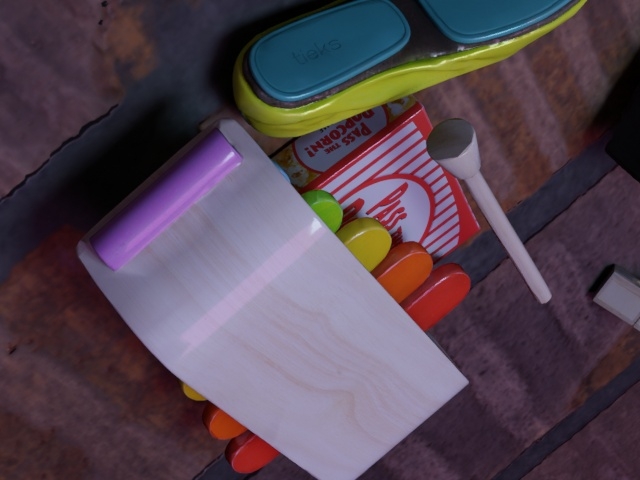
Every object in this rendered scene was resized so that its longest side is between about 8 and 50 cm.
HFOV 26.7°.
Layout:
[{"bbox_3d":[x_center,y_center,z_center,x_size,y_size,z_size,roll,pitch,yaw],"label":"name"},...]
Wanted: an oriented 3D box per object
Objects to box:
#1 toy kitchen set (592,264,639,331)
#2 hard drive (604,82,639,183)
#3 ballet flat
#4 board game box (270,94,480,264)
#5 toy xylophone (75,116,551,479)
[{"bbox_3d":[0.288,0.030,1.160,0.068,0.075,0.083,-58,179,27],"label":"toy kitchen set"},{"bbox_3d":[0.377,-0.170,0.958,0.237,0.064,0.339,12,117,-32],"label":"hard drive"},{"bbox_3d":[0.052,-0.119,0.794,0.231,0.077,0.077,-23,161,-15],"label":"ballet flat"},{"bbox_3d":[0.000,0.000,0.880,0.193,0.045,0.147,-38,142,-2],"label":"board game box"},{"bbox_3d":[0.013,0.040,0.824,0.236,0.081,0.322,-36,142,-4],"label":"toy xylophone"}]
